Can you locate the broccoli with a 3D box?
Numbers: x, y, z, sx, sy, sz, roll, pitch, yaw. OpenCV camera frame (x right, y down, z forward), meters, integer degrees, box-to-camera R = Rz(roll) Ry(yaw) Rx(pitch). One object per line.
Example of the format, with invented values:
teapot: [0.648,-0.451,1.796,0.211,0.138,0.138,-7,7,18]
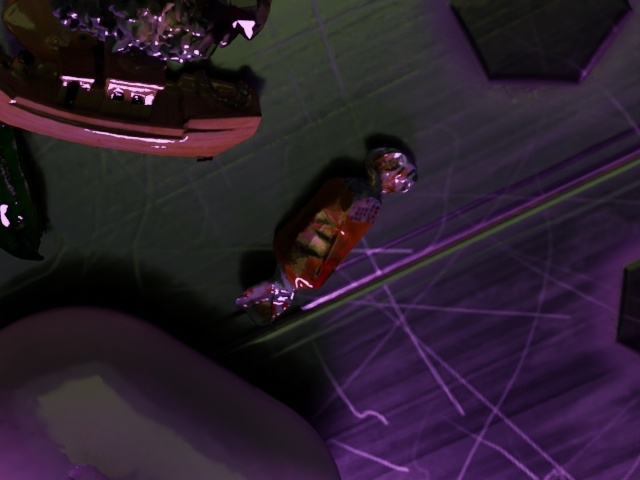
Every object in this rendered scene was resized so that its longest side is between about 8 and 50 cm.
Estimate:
broccoli: [-0.091,-0.269,1.144,0.145,0.165,0.304,7,101,-3]

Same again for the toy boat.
toy boat: [-0.143,-0.105,1.244,0.206,0.064,0.072,8,134,-19]

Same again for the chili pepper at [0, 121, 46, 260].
chili pepper: [-0.268,-0.072,1.280,0.098,0.061,0.224,-21,112,3]

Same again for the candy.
candy: [0.000,0.000,1.320,0.053,0.046,0.182,37,109,-18]

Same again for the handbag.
handbag: [-0.178,-0.164,1.253,0.083,0.027,0.061,-31,114,19]

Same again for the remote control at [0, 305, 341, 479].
remote control: [-0.137,0.183,1.378,0.332,0.103,0.221,33,106,-15]
